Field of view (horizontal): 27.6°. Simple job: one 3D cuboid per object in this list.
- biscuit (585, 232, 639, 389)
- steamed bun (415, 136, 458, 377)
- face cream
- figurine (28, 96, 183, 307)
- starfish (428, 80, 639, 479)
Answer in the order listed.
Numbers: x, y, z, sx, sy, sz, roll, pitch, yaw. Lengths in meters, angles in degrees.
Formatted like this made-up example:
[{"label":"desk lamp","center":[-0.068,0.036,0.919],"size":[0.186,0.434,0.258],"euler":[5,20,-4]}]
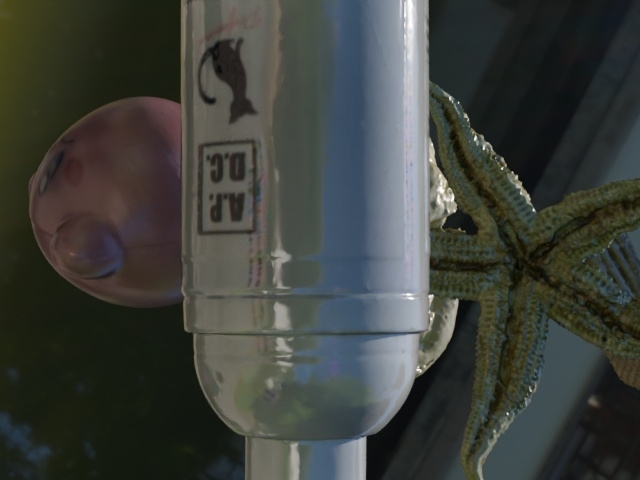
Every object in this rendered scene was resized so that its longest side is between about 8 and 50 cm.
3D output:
[{"label":"biscuit","center":[0.310,0.064,1.343],"size":[0.062,0.239,0.108],"euler":[-39,-158,-10]},{"label":"steamed bun","center":[-0.005,-0.003,1.507],"size":[0.230,0.324,0.372],"euler":[-40,130,-78]},{"label":"face cream","center":[-0.008,0.022,0.746],"size":[0.145,0.145,0.370],"euler":[11,78,-72]},{"label":"figurine","center":[-0.140,-0.029,1.006],"size":[0.173,0.173,0.173],"euler":[-52,161,-26]},{"label":"starfish","center":[0.180,0.004,1.123],"size":[0.347,0.358,0.078],"euler":[-21,170,2]}]
